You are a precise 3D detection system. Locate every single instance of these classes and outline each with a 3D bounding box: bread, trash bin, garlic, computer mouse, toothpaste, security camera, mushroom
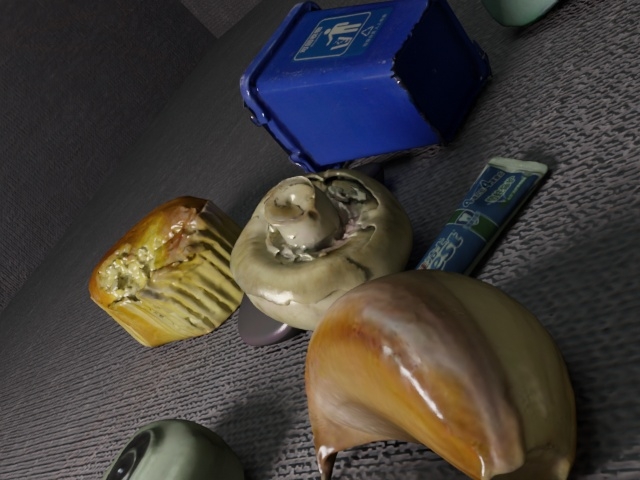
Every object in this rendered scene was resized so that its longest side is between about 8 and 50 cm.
[{"bbox_3d":[-0.190,0.037,0.961,0.179,0.133,0.250,-52,22,-24],"label":"bread"},{"bbox_3d":[0.051,-0.165,0.834,0.234,0.184,0.162,3,55,48],"label":"trash bin"},{"bbox_3d":[0.061,0.075,0.454,0.115,0.128,0.207,-31,3,-30],"label":"garlic"},{"bbox_3d":[-0.012,0.005,0.772,0.120,0.057,0.232,-16,37,53],"label":"computer mouse"},{"bbox_3d":[0.102,0.009,0.579,0.057,0.035,0.197,17,63,50],"label":"toothpaste"},{"bbox_3d":[-0.166,0.272,0.567,0.157,0.080,0.301,-17,39,52],"label":"security camera"},{"bbox_3d":[0.000,0.000,0.639,0.154,0.122,0.154,-13,45,13],"label":"mushroom"}]

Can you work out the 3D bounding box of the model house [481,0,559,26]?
[{"bbox_3d":[0.252,-0.309,0.794,0.149,0.119,0.148,-29,-11,-23],"label":"model house"}]
